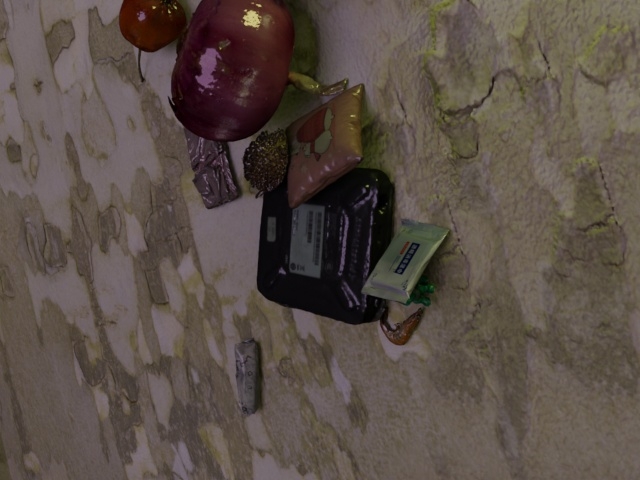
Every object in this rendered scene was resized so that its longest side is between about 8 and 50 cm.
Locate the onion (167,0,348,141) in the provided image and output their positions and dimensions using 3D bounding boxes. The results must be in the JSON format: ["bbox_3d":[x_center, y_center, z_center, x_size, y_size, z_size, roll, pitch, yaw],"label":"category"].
[{"bbox_3d":[-0.177,-0.372,1.730,0.358,0.358,0.345,-22,127,39],"label":"onion"}]

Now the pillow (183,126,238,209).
[{"bbox_3d":[-0.288,-0.209,2.004,0.135,0.049,0.248,-17,85,44],"label":"pillow"}]

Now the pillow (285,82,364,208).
[{"bbox_3d":[0.009,-0.206,1.692,0.223,0.084,0.236,-28,49,35],"label":"pillow"}]

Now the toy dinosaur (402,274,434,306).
[{"bbox_3d":[0.180,0.102,1.656,0.132,0.096,0.059,-133,51,-60],"label":"toy dinosaur"}]

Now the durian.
[{"bbox_3d":[-0.132,-0.170,1.755,0.148,0.091,0.188,-105,26,-47],"label":"durian"}]

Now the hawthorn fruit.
[{"bbox_3d":[-0.452,-0.529,2.028,0.165,0.165,0.285,60,144,12],"label":"hawthorn fruit"}]

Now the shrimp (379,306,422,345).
[{"bbox_3d":[0.177,0.174,1.724,0.091,0.025,0.127,55,129,18],"label":"shrimp"}]

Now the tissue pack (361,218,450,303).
[{"bbox_3d":[0.175,0.042,1.628,0.123,0.026,0.193,12,62,44],"label":"tissue pack"}]

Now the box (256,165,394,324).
[{"bbox_3d":[0.000,0.000,1.783,0.350,0.091,0.358,10,99,38],"label":"box"}]

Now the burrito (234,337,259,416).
[{"bbox_3d":[-0.189,0.355,2.029,0.064,0.064,0.203,5,101,38],"label":"burrito"}]
